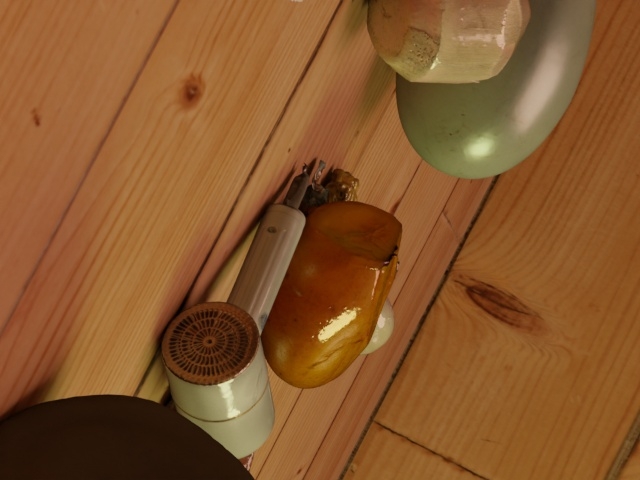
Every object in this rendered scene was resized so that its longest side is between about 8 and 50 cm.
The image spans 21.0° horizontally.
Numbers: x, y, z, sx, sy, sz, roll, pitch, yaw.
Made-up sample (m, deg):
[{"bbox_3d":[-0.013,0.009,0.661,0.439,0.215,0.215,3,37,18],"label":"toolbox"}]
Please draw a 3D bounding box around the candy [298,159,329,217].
[{"bbox_3d":[-0.011,-0.019,2.121,0.053,0.046,0.182,-55,165,-45],"label":"candy"}]

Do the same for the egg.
[{"bbox_3d":[0.225,-0.257,2.180,0.230,0.230,0.371,2,108,-78],"label":"egg"}]

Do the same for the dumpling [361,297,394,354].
[{"bbox_3d":[0.029,0.115,2.517,0.155,0.181,0.111,-36,-147,12],"label":"dumpling"}]

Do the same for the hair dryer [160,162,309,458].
[{"bbox_3d":[-0.066,0.058,1.920,0.173,0.107,0.357,84,24,-53],"label":"hair dryer"}]

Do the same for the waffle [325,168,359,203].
[{"bbox_3d":[0.000,0.000,2.222,0.161,0.046,0.192,-55,166,-38],"label":"waffle"}]

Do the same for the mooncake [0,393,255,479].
[{"bbox_3d":[-0.172,0.251,1.447,0.275,0.275,0.135,-43,155,-61],"label":"mooncake"}]

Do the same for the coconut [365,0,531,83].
[{"bbox_3d":[0.149,-0.257,1.931,0.183,0.171,0.171,-4,132,-28],"label":"coconut"}]

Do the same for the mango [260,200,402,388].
[{"bbox_3d":[0.002,0.081,2.083,0.187,0.138,0.257,-34,153,-58],"label":"mango"}]

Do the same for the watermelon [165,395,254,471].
[{"bbox_3d":[-0.124,0.211,2.022,0.193,0.139,0.257,97,14,-82],"label":"watermelon"}]
